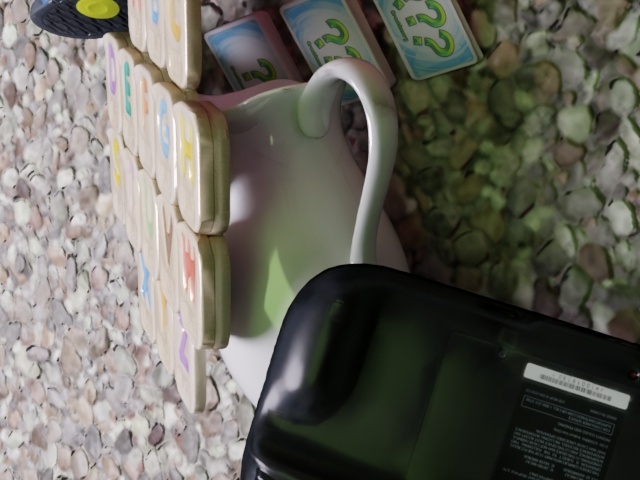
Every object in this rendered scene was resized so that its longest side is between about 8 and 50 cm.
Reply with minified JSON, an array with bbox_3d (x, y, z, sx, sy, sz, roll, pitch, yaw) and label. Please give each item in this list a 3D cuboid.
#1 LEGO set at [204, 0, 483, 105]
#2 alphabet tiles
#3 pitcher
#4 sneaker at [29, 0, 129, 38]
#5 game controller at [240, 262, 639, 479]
[{"bbox_3d":[-0.033,-0.183,0.734,0.182,0.060,0.244,-11,117,37],"label":"LEGO set"},{"bbox_3d":[-0.105,-0.043,0.785,0.284,0.021,0.278,-136,44,-62],"label":"alphabet tiles"},{"bbox_3d":[0.000,0.000,0.723,0.178,0.125,0.207,-2,99,62],"label":"pitcher"},{"bbox_3d":[-0.131,-0.212,0.875,0.209,0.069,0.082,-22,63,37],"label":"sneaker"},{"bbox_3d":[0.117,0.126,0.637,0.319,0.067,0.166,18,85,10],"label":"game controller"}]
